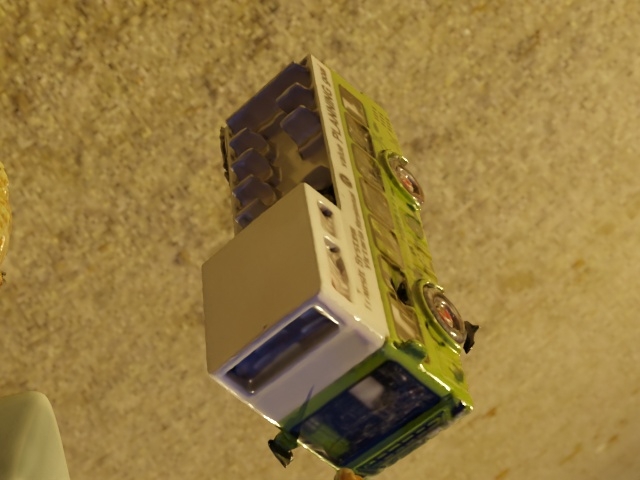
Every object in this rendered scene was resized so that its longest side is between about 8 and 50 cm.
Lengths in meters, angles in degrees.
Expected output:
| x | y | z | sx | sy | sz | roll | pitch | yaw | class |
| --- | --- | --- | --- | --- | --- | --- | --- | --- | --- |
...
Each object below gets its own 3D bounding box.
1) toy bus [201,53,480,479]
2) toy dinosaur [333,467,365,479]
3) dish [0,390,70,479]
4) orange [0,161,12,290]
| x | y | z | sx | sy | sz | roll | pitch | yaw | class |
| --- | --- | --- | --- | --- | --- | --- | --- | --- | --- |
| 0.000 | 0.000 | 0.754 | 0.113 | 0.301 | 0.139 | -38 | 124 | 21 | toy bus |
| 0.038 | 0.197 | 0.567 | 0.057 | 0.212 | 0.142 | -20 | -178 | 32 | toy dinosaur |
| -0.276 | 0.217 | 0.782 | 0.243 | 0.181 | 0.080 | -13 | -174 | -23 | dish |
| -0.240 | -0.010 | 0.621 | 0.157 | 0.156 | 0.134 | -33 | 141 | -8 | orange |
